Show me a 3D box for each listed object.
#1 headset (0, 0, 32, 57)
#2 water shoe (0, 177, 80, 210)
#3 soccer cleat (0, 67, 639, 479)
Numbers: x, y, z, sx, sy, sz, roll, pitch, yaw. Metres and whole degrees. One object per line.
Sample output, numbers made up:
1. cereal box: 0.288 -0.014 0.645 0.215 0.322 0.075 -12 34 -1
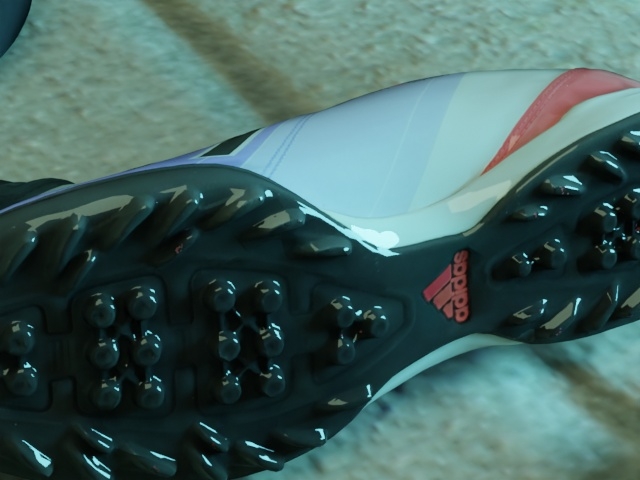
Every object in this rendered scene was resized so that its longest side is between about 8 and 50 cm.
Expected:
1. headset: -0.302 -0.190 0.714 0.243 0.185 0.394 -16 56 -31
2. water shoe: -0.154 0.034 0.464 0.080 0.073 0.203 13 27 40
3. soccer cleat: 0.000 0.000 0.498 0.318 0.109 0.116 -15 26 -25
